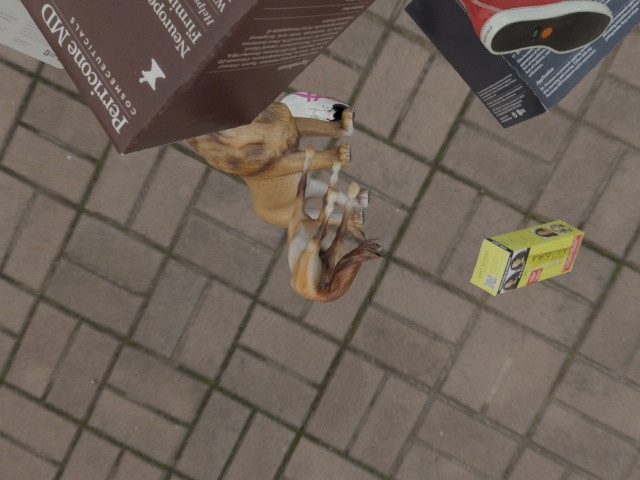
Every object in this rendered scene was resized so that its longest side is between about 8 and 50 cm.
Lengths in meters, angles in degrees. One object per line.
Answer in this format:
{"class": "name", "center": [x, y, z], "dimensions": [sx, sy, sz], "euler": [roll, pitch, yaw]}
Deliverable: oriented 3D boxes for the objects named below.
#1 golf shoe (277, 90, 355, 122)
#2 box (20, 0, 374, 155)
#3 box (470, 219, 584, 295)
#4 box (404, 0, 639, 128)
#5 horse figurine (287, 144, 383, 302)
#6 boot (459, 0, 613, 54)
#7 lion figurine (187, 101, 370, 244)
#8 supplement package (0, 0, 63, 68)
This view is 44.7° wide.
{"class": "golf shoe", "center": [-0.009, -0.290, 1.710], "dimensions": [0.186, 0.086, 0.068], "euler": [-7, 111, -34]}
{"class": "box", "center": [-0.090, -0.200, 0.603], "dimensions": [0.203, 0.167, 0.168], "euler": [-38, 84, 36]}
{"class": "box", "center": [0.358, 0.027, 1.337], "dimensions": [0.058, 0.232, 0.087], "euler": [34, 121, 39]}
{"class": "box", "center": [0.397, -0.447, 1.455], "dimensions": [0.343, 0.179, 0.312], "euler": [-43, 98, -11]}
{"class": "horse figurine", "center": [0.000, 0.000, 0.910], "dimensions": [0.066, 0.263, 0.175], "euler": [8, 110, -15]}
{"class": "boot", "center": [0.320, -0.375, 1.203], "dimensions": [0.244, 0.088, 0.176], "euler": [-8, 55, -25]}
{"class": "lion figurine", "center": [-0.060, -0.098, 1.161], "dimensions": [0.240, 0.392, 0.142], "euler": [-2, 54, 10]}
{"class": "supplement package", "center": [-0.329, -0.384, 0.901], "dimensions": [0.262, 0.199, 0.198], "euler": [-42, 68, 15]}
